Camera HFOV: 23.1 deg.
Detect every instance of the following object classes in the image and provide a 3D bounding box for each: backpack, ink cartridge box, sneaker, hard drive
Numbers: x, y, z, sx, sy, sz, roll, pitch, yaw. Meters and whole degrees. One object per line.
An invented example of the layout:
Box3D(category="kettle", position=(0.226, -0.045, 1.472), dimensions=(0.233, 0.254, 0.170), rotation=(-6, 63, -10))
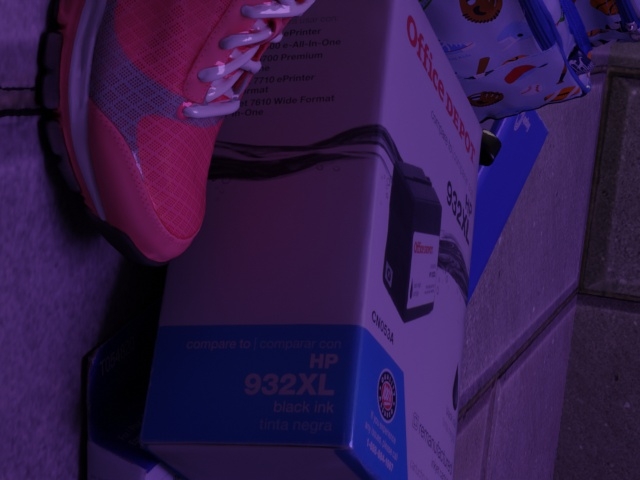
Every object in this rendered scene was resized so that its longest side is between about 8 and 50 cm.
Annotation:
Box3D(category="backpack", position=(0.115, -0.224, 1.084), dimensions=(0.263, 0.213, 0.276), rotation=(19, 55, -62))
Box3D(category="ink cartridge box", position=(-0.083, 0.142, 0.987), dimensions=(0.223, 0.045, 0.224), rotation=(-43, 139, -65))
Box3D(category="ink cartridge box", position=(0.008, 0.015, 0.977), dimensions=(0.223, 0.129, 0.307), rotation=(52, 40, -58))
Box3D(category="sneaker", position=(-0.053, -0.133, 0.785), dimensions=(0.116, 0.136, 0.314), rotation=(-32, 129, -68))
Box3D(category="hard drive", position=(0.124, 0.014, 1.498), dimensions=(0.318, 0.040, 0.210), rotation=(-65, 163, 0))
